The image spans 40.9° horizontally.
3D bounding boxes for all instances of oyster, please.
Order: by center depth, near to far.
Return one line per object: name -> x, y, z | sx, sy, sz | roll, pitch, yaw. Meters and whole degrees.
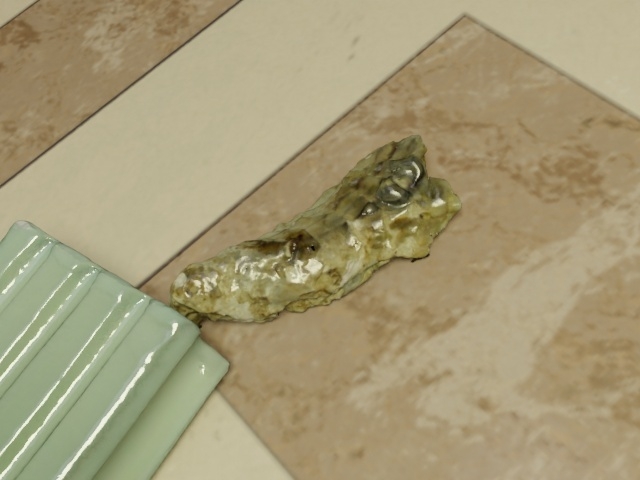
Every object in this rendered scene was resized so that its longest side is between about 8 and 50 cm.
oyster -> 0.002, 0.001, 0.557 | 0.106, 0.061, 0.200 | 34, 73, 28

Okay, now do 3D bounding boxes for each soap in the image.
soap -> -0.198, 0.133, 0.512 | 0.160, 0.087, 0.265 | 26, 69, 27
